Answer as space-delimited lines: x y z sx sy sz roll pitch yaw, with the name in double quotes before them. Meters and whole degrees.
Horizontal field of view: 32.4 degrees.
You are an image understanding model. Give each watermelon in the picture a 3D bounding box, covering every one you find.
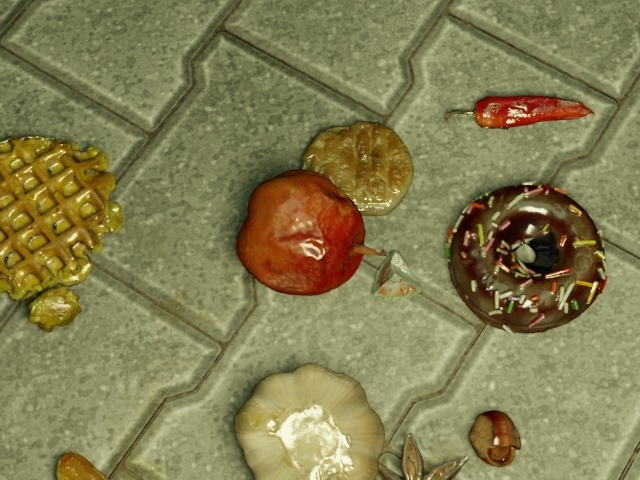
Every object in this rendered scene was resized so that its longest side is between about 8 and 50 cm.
"watermelon" 0.123 0.055 1.808 0.085 0.061 0.085 0 77 1

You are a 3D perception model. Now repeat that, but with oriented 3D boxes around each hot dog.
"hot dog" -0.321 0.407 1.684 0.216 0.047 0.066 36 87 15

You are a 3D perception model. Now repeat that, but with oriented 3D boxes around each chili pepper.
"chili pepper" 0.349 -0.227 1.927 0.268 0.050 0.059 -2 51 0

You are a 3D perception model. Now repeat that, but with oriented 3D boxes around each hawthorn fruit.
"hawthorn fruit" 0.000 0.000 1.759 0.243 0.207 0.207 16 68 24

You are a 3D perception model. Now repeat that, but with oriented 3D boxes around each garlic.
"garlic" -0.015 0.295 1.664 0.228 0.152 0.227 2 71 -5

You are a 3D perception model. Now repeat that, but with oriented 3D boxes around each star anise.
"star anise" 0.139 0.389 1.670 0.182 0.065 0.195 -2 71 6

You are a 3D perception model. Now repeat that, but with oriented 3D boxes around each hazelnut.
"hazelnut" 0.270 0.304 1.696 0.086 0.086 0.086 -1 67 1

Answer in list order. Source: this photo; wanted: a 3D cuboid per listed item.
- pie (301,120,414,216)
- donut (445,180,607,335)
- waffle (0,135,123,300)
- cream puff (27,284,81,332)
"pie" 0.063 -0.125 1.895 0.195 0.046 0.195 -1 69 1
"donut" 0.337 0.023 1.795 0.270 0.103 0.269 -1 68 3
"waffle" -0.498 -0.043 1.866 0.325 0.068 0.302 6 67 6
"cream puff" -0.436 0.110 1.802 0.083 0.058 0.083 29 97 -26
